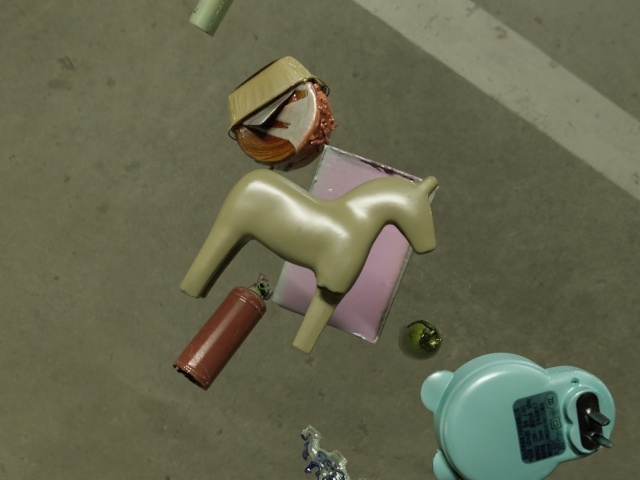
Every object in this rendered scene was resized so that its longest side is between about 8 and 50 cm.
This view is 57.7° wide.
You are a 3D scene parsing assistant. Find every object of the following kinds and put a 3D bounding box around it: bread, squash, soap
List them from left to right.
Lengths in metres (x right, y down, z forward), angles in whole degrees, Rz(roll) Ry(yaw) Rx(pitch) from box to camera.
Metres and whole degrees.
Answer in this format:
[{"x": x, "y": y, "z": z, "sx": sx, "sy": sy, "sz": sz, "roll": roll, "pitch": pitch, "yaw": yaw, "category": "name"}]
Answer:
[{"x": -0.082, "y": -0.248, "z": 1.181, "sx": 0.224, "sy": 0.142, "sz": 0.211, "roll": -30, "pitch": 68, "yaw": 18, "category": "bread"}, {"x": 0.051, "y": 0.005, "z": 0.889, "sx": 0.181, "sy": 0.081, "sz": 0.259, "roll": 20, "pitch": 100, "yaw": 8, "category": "soap"}, {"x": 0.206, "y": 0.206, "z": 1.204, "sx": 0.087, "sy": 0.331, "sz": 0.087, "roll": 0, "pitch": 80, "yaw": 2, "category": "squash"}]

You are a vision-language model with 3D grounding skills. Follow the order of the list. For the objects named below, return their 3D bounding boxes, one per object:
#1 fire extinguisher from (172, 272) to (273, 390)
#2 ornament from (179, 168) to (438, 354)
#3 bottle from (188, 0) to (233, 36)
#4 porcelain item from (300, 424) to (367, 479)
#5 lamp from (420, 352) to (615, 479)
[{"x": -0.225, "y": 0.204, "z": 1.443, "sx": 0.106, "sy": 0.147, "sz": 0.337, "roll": 44, "pitch": 64, "yaw": -14, "category": "fire extinguisher"}, {"x": 0.000, "y": 0.000, "z": 0.648, "sx": 0.230, "sy": 0.061, "sz": 0.244, "roll": 29, "pitch": 87, "yaw": 6, "category": "ornament"}, {"x": -0.245, "y": -0.608, "z": 1.428, "sx": 0.072, "sy": 0.072, "sz": 0.201, "roll": 34, "pitch": 102, "yaw": 4, "category": "bottle"}, {"x": 0.004, "y": 0.309, "z": 0.755, "sx": 0.075, "sy": 0.021, "sz": 0.136, "roll": -50, "pitch": 46, "yaw": -9, "category": "porcelain item"}, {"x": 0.309, "y": 0.277, "z": 0.905, "sx": 0.284, "sy": 0.147, "sz": 0.209, "roll": -9, "pitch": 99, "yaw": 15, "category": "lamp"}]
